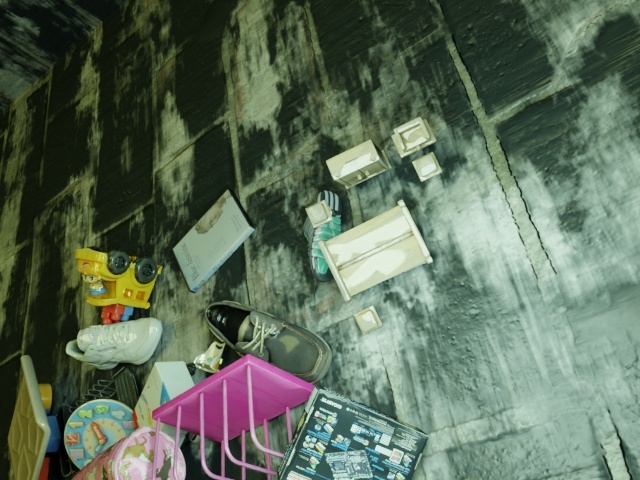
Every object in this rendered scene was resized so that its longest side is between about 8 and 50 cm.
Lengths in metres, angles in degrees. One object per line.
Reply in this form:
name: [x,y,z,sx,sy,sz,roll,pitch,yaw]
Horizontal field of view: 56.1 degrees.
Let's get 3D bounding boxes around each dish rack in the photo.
dish rack: [-0.593,0.478,1.611,0.271,0.074,0.208,-42,51,15]

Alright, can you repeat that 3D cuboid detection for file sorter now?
file sorter: [-0.171,0.398,1.201,0.291,0.202,0.182,-34,42,25]

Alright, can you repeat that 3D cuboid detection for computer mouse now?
computer mouse: [-0.305,0.391,1.440,0.106,0.042,0.193,-52,49,37]

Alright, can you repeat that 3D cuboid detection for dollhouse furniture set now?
dollhouse furniture set: [0.161,-0.030,1.280,0.303,0.174,0.355,-25,85,12]

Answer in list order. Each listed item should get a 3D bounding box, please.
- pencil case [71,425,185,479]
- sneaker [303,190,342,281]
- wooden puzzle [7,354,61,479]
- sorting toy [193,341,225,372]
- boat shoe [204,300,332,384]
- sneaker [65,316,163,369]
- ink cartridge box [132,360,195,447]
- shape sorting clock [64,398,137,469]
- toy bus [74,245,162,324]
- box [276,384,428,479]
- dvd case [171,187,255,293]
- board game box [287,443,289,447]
pencil case: [-0.443,0.544,1.333,0.386,0.167,0.160,-42,9,41]
sneaker: [0.000,0.000,1.380,0.098,0.083,0.223,-30,47,50]
wooden puzzle: [-0.801,0.546,1.684,0.322,0.081,0.347,40,119,49]
sorting toy: [-0.259,0.281,1.464,0.083,0.045,0.075,-7,53,48]
boat shoe: [-0.134,0.224,1.329,0.355,0.130,0.132,13,78,41]
sneaker: [-0.559,0.279,1.624,0.305,0.152,0.114,-24,55,26]
ink cartridge box: [-0.373,0.414,1.421,0.134,0.078,0.231,51,123,41]
shape sorting clock: [-0.542,0.499,1.506,0.206,0.040,0.206,1,96,5]
toy bus: [-0.578,0.131,1.669,0.150,0.220,0.211,7,81,35]
box: [0.058,0.381,1.066,0.051,0.220,0.175,155,139,-82]
dvd case: [-0.297,-0.003,1.634,0.253,0.022,0.180,-46,50,13]
board game box: [0.020,0.442,1.179,0.126,0.026,0.186,-46,49,11]
